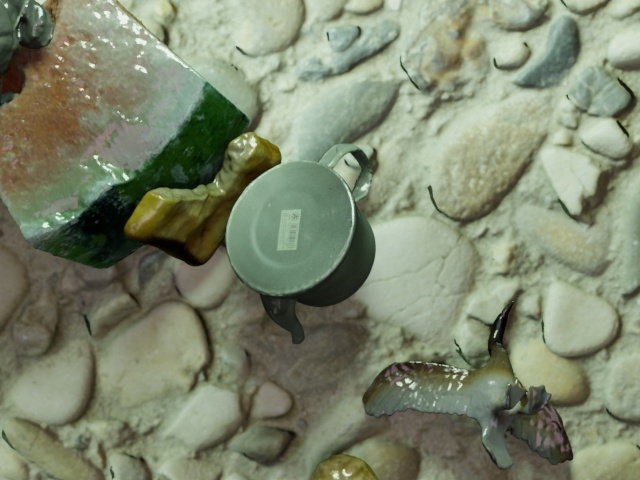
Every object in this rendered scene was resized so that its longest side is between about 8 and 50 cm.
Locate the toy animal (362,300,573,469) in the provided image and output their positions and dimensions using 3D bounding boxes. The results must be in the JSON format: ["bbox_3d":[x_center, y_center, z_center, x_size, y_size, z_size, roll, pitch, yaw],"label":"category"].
[{"bbox_3d":[0.223,0.177,1.594,0.272,0.160,0.197,20,95,-17],"label":"toy animal"}]

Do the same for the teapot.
[{"bbox_3d":[0.000,0.000,1.534,0.162,0.149,0.239,14,77,32],"label":"teapot"}]

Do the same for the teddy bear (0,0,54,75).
[{"bbox_3d":[-0.427,-0.211,1.389,0.251,0.171,0.144,20,112,12],"label":"teddy bear"}]

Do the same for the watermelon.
[{"bbox_3d":[-0.250,-0.122,1.474,0.264,0.151,0.302,-45,101,1],"label":"watermelon"}]

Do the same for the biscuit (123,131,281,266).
[{"bbox_3d":[-0.128,-0.055,1.505,0.039,0.174,0.183,39,90,26],"label":"biscuit"}]

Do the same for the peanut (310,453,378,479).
[{"bbox_3d":[0.047,0.369,1.613,0.095,0.108,0.226,-16,103,5],"label":"peanut"}]
